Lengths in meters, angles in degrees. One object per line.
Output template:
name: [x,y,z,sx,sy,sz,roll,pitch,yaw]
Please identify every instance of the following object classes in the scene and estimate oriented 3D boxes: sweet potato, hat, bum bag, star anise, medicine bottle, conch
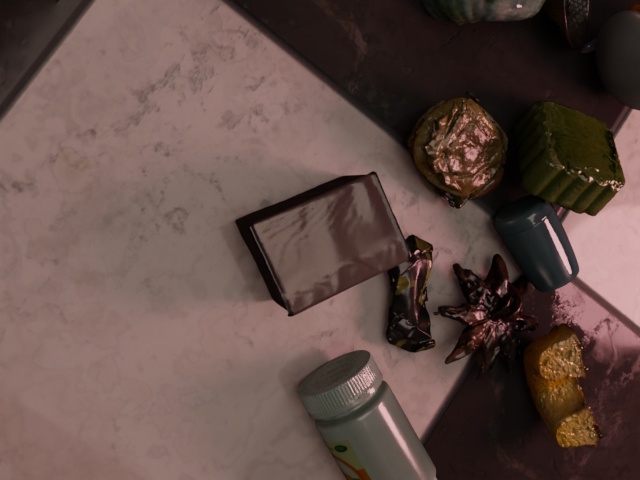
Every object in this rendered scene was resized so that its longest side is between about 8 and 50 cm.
sweet potato: [0.338,-0.112,1.562,0.095,0.034,0.034,-40,101,-2]
hat: [0.493,-0.489,1.583,0.193,0.082,0.193,-12,104,-57]
bum bag: [0.177,0.104,1.499,0.106,0.060,0.232,-4,94,-26]
star anise: [0.351,0.156,1.522,0.272,0.102,0.272,1,87,-27]
medicine bottle: [0.099,0.377,1.429,0.158,0.158,0.318,-32,99,-14]
conch: [0.344,-0.520,1.497,0.220,0.195,0.277,43,105,15]

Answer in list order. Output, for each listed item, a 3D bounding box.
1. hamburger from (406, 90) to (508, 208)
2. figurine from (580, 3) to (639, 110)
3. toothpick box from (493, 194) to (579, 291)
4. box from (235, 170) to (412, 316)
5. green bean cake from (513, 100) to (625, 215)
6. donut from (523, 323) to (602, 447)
hamburger: [0.264,-0.182,1.503,0.183,0.130,0.206,-46,118,-4]
figurine: [0.752,-0.357,1.585,0.382,0.224,0.205,6,92,-17]
toothpick box: [0.441,0.008,1.550,0.120,0.120,0.184,-35,103,-13]
box: [0.000,0.000,1.398,0.252,0.153,0.188,-26,99,-15]
green bean cake: [0.488,-0.167,1.522,0.200,0.113,0.214,16,50,-20]
donut: [0.477,0.283,1.553,0.101,0.152,0.259,-20,107,-1]
